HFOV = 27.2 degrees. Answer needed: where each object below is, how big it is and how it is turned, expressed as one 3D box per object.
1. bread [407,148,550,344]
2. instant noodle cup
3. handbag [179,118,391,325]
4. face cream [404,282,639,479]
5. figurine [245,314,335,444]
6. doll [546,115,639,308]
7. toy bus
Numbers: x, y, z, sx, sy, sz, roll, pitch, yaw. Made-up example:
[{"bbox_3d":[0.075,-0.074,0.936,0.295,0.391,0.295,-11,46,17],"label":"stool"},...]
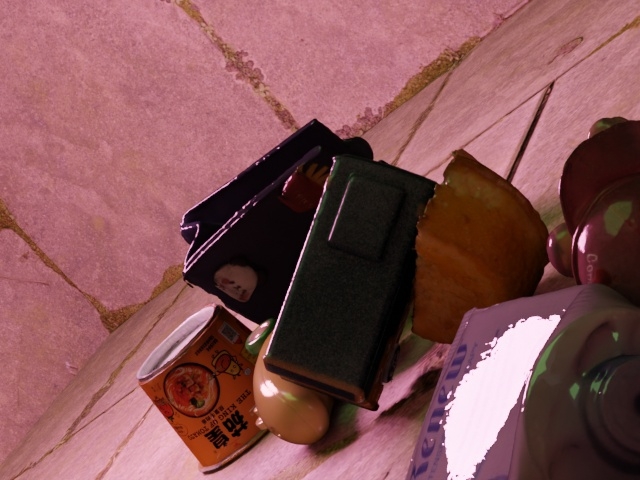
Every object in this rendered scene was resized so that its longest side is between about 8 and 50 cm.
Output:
[{"bbox_3d":[0.174,0.027,1.466,0.143,0.139,0.229,-51,-24,-31],"label":"bread"},{"bbox_3d":[-0.154,0.207,1.943,0.216,0.172,0.216,-41,11,9],"label":"instant noodle cup"},{"bbox_3d":[0.000,0.000,1.875,0.329,0.303,0.122,-35,42,29],"label":"handbag"},{"bbox_3d":[0.164,0.144,1.065,0.420,0.137,0.235,150,141,-72],"label":"face cream"},{"bbox_3d":[0.011,0.148,1.723,0.222,0.124,0.324,-36,14,19],"label":"figurine"},{"bbox_3d":[0.275,-0.011,1.134,0.152,0.196,0.256,-38,4,22],"label":"doll"},{"bbox_3d":[0.043,0.045,1.529,0.167,0.138,0.275,46,-117,-75],"label":"toy bus"}]
